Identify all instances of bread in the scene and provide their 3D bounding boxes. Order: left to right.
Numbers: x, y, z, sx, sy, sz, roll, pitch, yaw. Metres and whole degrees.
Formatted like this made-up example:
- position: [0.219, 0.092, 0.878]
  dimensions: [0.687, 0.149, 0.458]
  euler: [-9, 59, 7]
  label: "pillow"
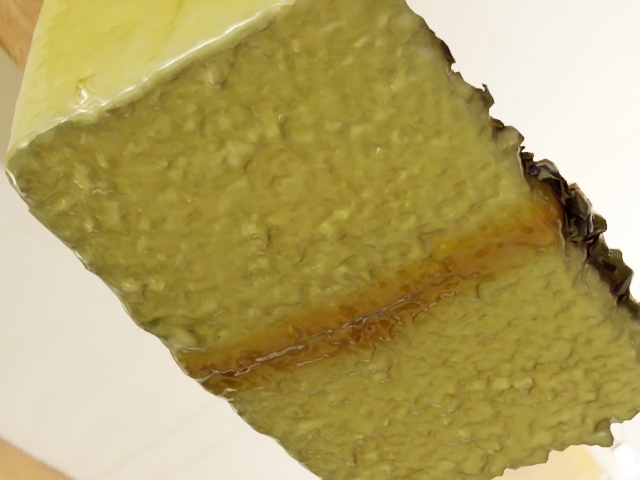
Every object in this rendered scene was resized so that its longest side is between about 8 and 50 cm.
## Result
- position: [0.000, 0.000, 0.529]
  dimensions: [0.142, 0.178, 0.266]
  euler: [-47, -50, -9]
  label: "bread"
